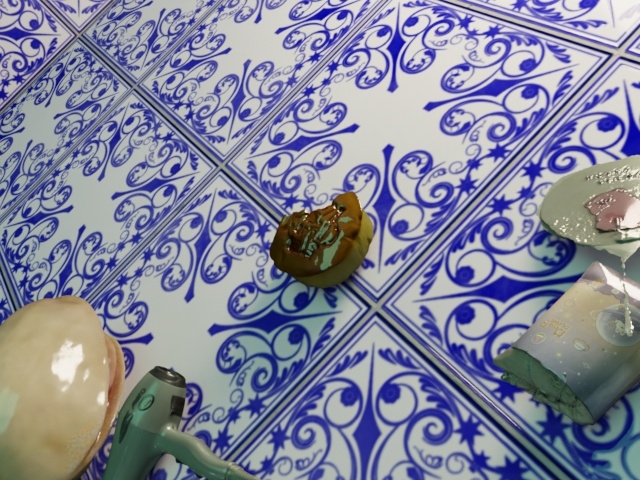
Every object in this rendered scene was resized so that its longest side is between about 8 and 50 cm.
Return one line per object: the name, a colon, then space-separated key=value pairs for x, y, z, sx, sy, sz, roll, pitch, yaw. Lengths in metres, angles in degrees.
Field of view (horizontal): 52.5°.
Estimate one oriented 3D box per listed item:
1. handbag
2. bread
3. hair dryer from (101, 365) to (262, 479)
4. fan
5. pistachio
handbag: x=0.282 y=0.115 z=0.687 sx=0.173 sy=0.095 sz=0.117 roll=-40 pitch=38 yaw=-8
bread: x=0.002 y=0.008 z=0.949 sx=0.156 sy=0.086 sz=0.125 roll=-17 pitch=52 yaw=25
hair dryer: x=-0.214 y=0.331 z=0.882 sx=0.267 sy=0.092 sz=0.229 roll=39 pitch=92 yaw=35
fan: x=0.332 y=-0.008 z=0.723 sx=0.182 sy=0.010 sz=0.310 roll=-14 pitch=33 yaw=27
pistachio: x=-0.407 y=0.237 z=0.972 sx=0.229 sy=0.230 sz=0.309 roll=-19 pitch=40 yaw=22
